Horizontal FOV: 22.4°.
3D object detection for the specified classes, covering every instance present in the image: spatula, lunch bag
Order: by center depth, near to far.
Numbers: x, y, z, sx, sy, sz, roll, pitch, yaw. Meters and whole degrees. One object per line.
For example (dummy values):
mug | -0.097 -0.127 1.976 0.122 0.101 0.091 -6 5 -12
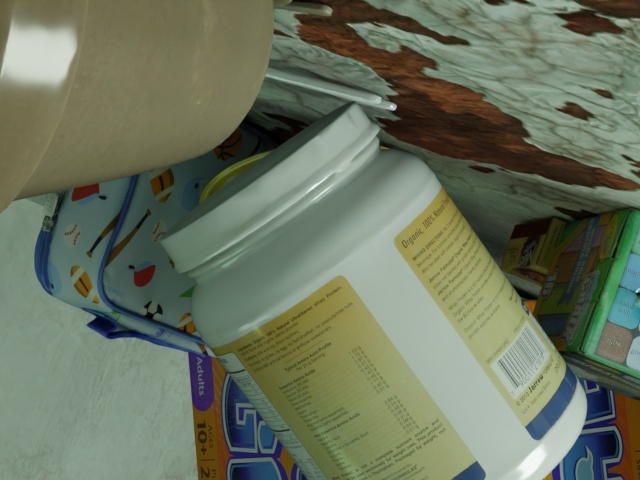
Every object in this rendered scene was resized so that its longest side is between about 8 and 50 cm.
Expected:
spatula | -0.063 -0.134 1.200 0.242 0.019 0.168 14 -177 8
lunch bag | -0.141 -0.010 1.568 0.115 0.243 0.303 15 173 36

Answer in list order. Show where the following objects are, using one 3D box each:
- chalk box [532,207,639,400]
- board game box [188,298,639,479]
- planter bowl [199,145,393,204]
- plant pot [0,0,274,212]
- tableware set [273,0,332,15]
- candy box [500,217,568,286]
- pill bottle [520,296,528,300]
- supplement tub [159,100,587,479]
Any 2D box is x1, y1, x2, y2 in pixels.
chalk box | 0.274 0.057 1.346 0.132 0.132 0.213 23 172 -9
board game box | 0.113 0.257 1.738 0.356 0.356 0.356 0 172 -38
planter bowl | 0.000 0.000 1.469 0.217 0.090 0.217 -4 155 -2
plant pot | -0.156 -0.122 0.854 0.263 0.263 0.229 15 -171 42
tableware set | -0.101 -0.166 1.060 0.194 0.039 0.128 14 171 44
candy box | 0.274 0.037 1.518 0.187 0.053 0.109 23 173 -10
pill bottle | 0.207 0.186 2.044 0.136 0.245 0.136 18 180 0
supplement tub | 0.040 0.070 1.295 0.316 0.228 0.228 55 168 -7
